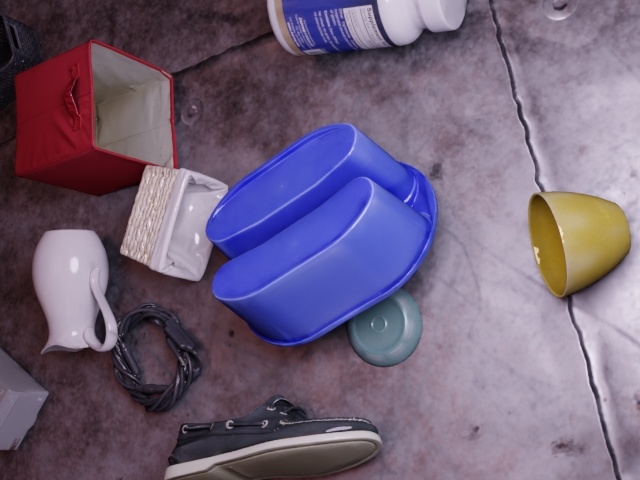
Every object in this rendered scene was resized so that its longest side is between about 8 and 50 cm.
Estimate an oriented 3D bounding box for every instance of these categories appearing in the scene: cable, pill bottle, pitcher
[{"bbox_3d":[-0.277,0.189,1.387,0.184,0.047,0.151,40,105,25],"label":"cable"},{"bbox_3d":[0.068,-0.356,1.235,0.264,0.153,0.153,0,81,28],"label":"pill bottle"},{"bbox_3d":[-0.402,0.086,1.422,0.177,0.125,0.207,-5,86,36],"label":"pitcher"}]

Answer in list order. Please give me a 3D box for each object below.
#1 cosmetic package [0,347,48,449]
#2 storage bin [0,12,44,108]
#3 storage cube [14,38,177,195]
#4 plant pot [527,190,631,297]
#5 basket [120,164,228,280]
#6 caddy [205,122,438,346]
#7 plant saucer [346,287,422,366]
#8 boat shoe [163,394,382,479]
[{"bbox_3d":[-0.613,0.260,1.518,0.238,0.107,0.127,30,93,32],"label":"cosmetic package"},{"bbox_3d":[-0.637,-0.340,1.651,0.180,0.084,0.122,-30,68,21],"label":"storage bin"},{"bbox_3d":[-0.377,-0.197,1.415,0.193,0.215,0.184,-13,75,32],"label":"storage cube"},{"bbox_3d":[0.327,-0.004,1.056,0.095,0.134,0.134,-12,73,-2],"label":"plant pot"},{"bbox_3d":[-0.237,-0.031,1.362,0.103,0.113,0.167,14,87,32],"label":"basket"},{"bbox_3d":[0.000,0.000,1.197,0.341,0.179,0.241,-32,44,20],"label":"caddy"},{"bbox_3d":[0.086,0.120,1.212,0.119,0.021,0.120,-5,79,28],"label":"plant saucer"},{"bbox_3d":[-0.072,0.280,1.216,0.339,0.127,0.113,-21,49,26],"label":"boat shoe"}]
